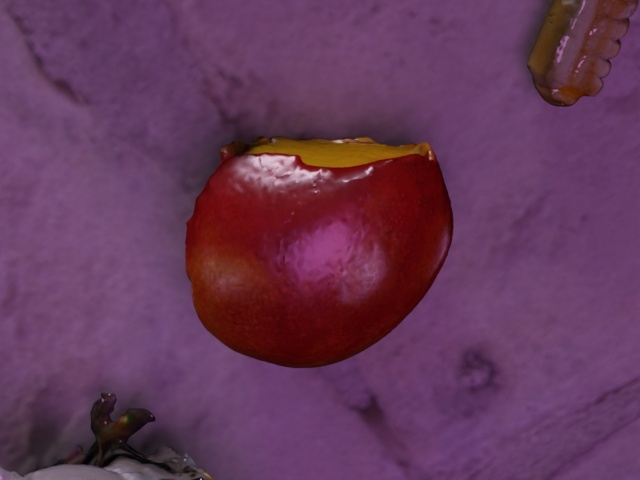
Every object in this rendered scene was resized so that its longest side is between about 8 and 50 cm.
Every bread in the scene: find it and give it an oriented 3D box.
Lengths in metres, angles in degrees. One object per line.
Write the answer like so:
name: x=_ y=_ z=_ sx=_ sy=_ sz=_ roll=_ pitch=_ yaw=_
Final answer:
bread: x=0.141 y=-0.114 z=0.929 sx=0.049 sy=0.034 sz=0.088 roll=7 pitch=116 yaw=-26

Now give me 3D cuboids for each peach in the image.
peach: x=0.004 y=0.006 z=0.922 sx=0.118 sy=0.151 sz=0.151 roll=24 pitch=113 yaw=30

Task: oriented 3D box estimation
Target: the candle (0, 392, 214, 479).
candle: x=-0.118 y=0.208 z=0.943 sx=0.187 sy=0.187 sz=0.330 roll=-28 pitch=112 yaw=3
